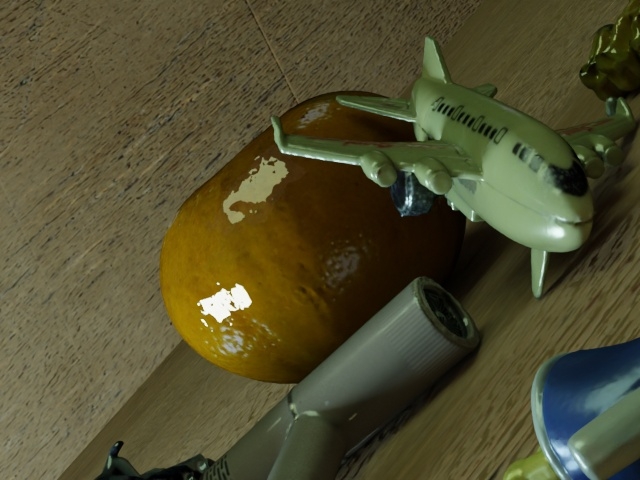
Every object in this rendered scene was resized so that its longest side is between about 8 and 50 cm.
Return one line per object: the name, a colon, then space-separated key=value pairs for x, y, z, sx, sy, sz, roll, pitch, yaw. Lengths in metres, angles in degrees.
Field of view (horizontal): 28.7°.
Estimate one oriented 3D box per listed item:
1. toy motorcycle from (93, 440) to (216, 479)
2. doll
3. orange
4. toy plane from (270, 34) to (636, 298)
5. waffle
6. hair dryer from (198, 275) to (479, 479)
toy motorcycle: x=-0.124 y=0.197 z=0.813 sx=0.159 sy=0.106 sz=0.270 roll=-42 pitch=-4 yaw=16
doll: x=0.112 y=0.040 z=0.365 sx=0.143 sy=0.057 sz=0.099 roll=-41 pitch=-13 yaw=37
orange: x=0.000 y=0.000 z=0.888 sx=0.240 sy=0.171 sz=0.240 roll=-41 pitch=6 yaw=5
toy plane: x=0.095 y=-0.047 z=0.719 sx=0.244 sy=0.229 sz=0.092 roll=-119 pitch=27 yaw=-57
waffle: x=0.253 y=-0.183 z=0.880 sx=0.149 sy=0.051 sz=0.194 roll=-40 pitch=9 yaw=41
hair dryer: x=-0.007 y=0.128 z=0.651 sx=0.195 sy=0.053 sz=0.220 roll=-45 pitch=7 yaw=21
